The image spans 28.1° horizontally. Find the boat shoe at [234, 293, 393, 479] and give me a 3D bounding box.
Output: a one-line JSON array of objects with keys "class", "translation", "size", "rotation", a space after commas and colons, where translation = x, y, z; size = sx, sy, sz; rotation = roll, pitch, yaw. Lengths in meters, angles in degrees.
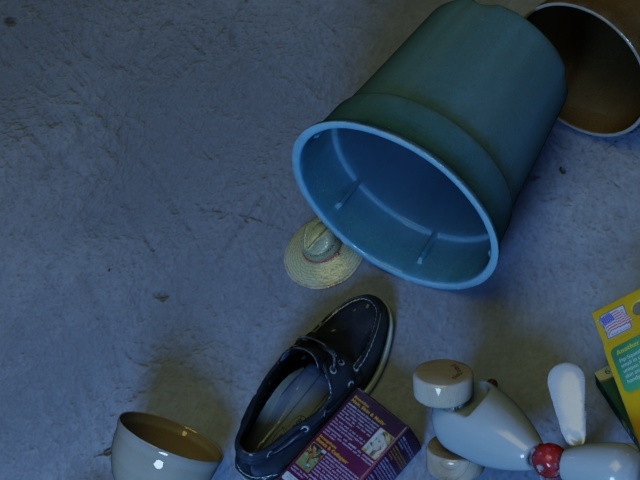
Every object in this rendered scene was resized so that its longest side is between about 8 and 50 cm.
[{"class": "boat shoe", "translation": [-0.016, 0.200, 1.861], "size": [0.127, 0.113, 0.340], "rotation": [32, 73, 33]}]

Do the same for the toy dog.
[{"class": "toy dog", "translation": [0.280, 0.253, 1.699], "size": [0.333, 0.220, 0.161], "rotation": [32, 41, 25]}]

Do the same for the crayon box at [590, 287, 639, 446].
[{"class": "crayon box", "translation": [0.494, 0.193, 1.618], "size": [0.203, 0.083, 0.323], "rotation": [-31, 52, 24]}]

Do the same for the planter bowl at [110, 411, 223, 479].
[{"class": "planter bowl", "translation": [-0.234, 0.329, 1.842], "size": [0.162, 0.162, 0.109], "rotation": [27, 97, 31]}]

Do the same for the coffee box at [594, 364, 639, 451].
[{"class": "coffee box", "translation": [0.461, 0.229, 1.720], "size": [0.113, 0.040, 0.184], "rotation": [-27, 53, 1]}]

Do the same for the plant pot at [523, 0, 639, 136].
[{"class": "plant pot", "translation": [0.469, -0.330, 1.990], "size": [0.237, 0.237, 0.254], "rotation": [27, 56, 31]}]

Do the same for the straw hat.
[{"class": "straw hat", "translation": [0.000, 0.000, 2.020], "size": [0.144, 0.061, 0.144], "rotation": [-9, 56, 13]}]

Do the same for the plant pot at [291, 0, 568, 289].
[{"class": "plant pot", "translation": [0.188, -0.160, 1.917], "size": [0.341, 0.341, 0.334], "rotation": [19, 58, 29]}]

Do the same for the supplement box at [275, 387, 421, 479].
[{"class": "supplement box", "translation": [0.037, 0.316, 1.786], "size": [0.104, 0.081, 0.188], "rotation": [34, 74, 34]}]
